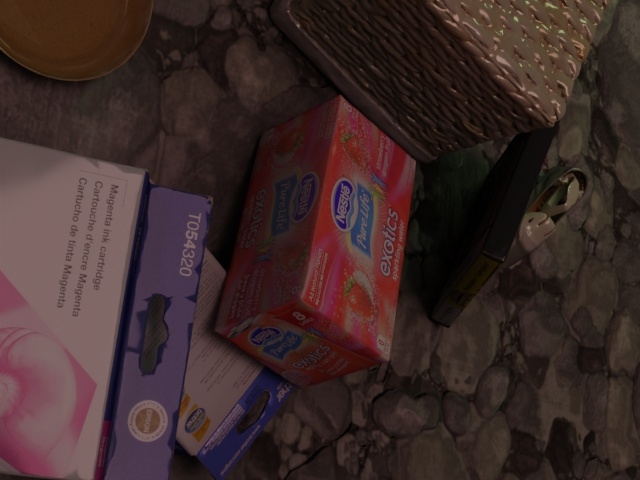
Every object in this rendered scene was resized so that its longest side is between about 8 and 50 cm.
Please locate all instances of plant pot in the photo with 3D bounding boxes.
[{"bbox_3d":[-0.293,-0.290,1.296,0.236,0.032,0.236,5,82,-39],"label":"plant pot"}]

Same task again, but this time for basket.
[{"bbox_3d":[0.172,-0.336,1.544,0.331,0.266,0.328,40,62,-27],"label":"basket"}]

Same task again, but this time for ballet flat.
[{"bbox_3d":[0.328,-0.040,1.742,0.213,0.068,0.072,-47,119,-30],"label":"ballet flat"}]

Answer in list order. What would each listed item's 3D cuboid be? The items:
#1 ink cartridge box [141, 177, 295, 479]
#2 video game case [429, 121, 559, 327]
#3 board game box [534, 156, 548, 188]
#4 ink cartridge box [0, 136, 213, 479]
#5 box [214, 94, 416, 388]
[{"bbox_3d":[-0.167,0.106,1.334,0.311,0.065,0.186,51,57,-20],"label":"ink cartridge box"},{"bbox_3d":[0.239,-0.042,1.591,0.035,0.248,0.275,25,64,1],"label":"video game case"},{"bbox_3d":[0.316,-0.085,1.794,0.090,0.020,0.090,-4,89,-40],"label":"board game box"},{"bbox_3d":[-0.277,0.071,1.176,0.330,0.071,0.324,11,79,-20],"label":"ink cartridge box"},{"bbox_3d":[0.000,0.000,1.389,0.154,0.142,0.300,38,46,-32],"label":"box"}]
